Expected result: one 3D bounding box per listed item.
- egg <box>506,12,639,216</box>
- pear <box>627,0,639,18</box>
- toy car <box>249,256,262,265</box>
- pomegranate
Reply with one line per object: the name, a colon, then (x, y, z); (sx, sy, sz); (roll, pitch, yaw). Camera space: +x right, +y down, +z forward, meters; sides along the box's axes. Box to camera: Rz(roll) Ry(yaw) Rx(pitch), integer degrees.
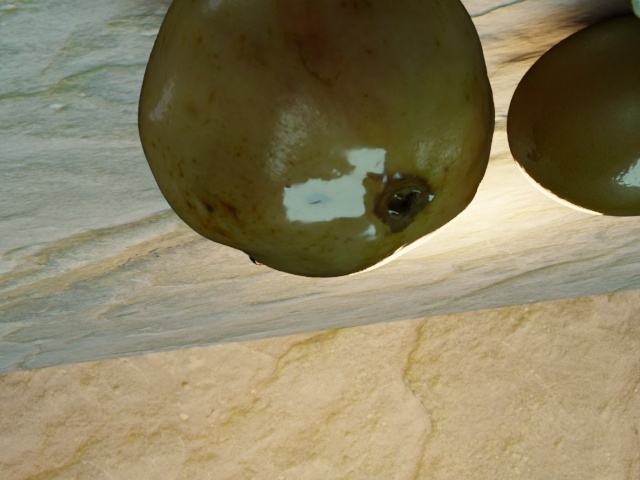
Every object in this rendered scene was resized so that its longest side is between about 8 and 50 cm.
egg: (0.435, -0.174, 1.713); (0.351, 0.282, 0.282); (-9, 166, 15)
pear: (0.431, -0.333, 1.483); (0.141, 0.104, 0.141); (-1, 142, -1)
toy car: (0.001, -0.002, 2.356); (0.193, 0.118, 0.301); (-13, 168, 43)
pomegranate: (-0.012, -0.157, 1.358); (0.412, 0.411, 0.411); (-10, 165, -3)
